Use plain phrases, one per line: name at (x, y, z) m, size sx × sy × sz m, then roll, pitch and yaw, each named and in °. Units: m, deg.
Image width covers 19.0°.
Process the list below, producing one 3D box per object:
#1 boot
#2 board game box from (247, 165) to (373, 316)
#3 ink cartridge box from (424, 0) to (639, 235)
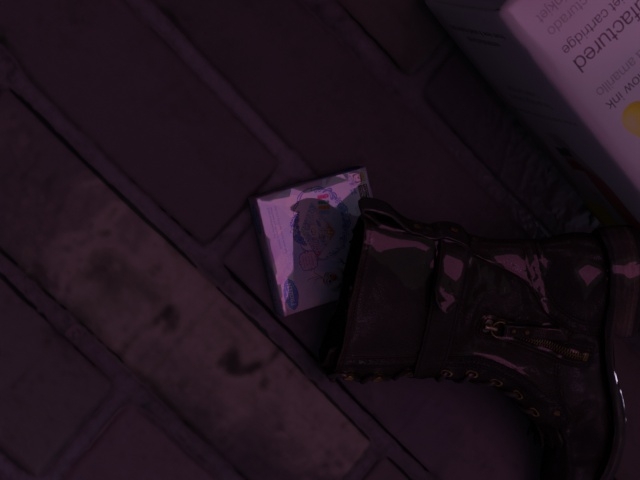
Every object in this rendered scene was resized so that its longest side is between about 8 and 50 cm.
boot at (0.110, 0.087, 1.410) m, size 0.229 × 0.091 × 0.263 m, roll -1°, pitch 115°, yaw -11°
board game box at (0.000, 0.000, 1.396) m, size 0.090 × 0.020 × 0.090 m, roll -17°, pitch 100°, yaw -22°
ink cartridge box at (0.313, -0.123, 1.408) m, size 0.279 × 0.160 × 0.384 m, roll -44°, pitch 109°, yaw -6°
